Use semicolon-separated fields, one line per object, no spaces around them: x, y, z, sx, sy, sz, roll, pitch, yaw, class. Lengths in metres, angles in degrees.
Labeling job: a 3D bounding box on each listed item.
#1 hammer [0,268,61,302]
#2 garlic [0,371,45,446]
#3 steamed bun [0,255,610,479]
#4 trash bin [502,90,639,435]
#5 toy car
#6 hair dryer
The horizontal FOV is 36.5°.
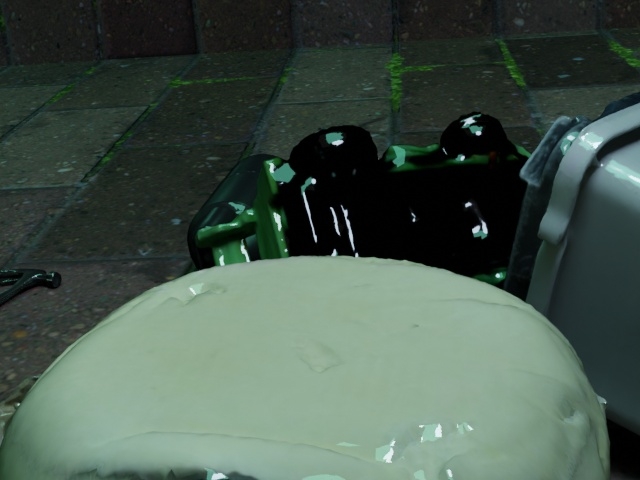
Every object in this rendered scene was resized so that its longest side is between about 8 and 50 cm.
-0.392;0.077;1.124;0.078;0.021;0.201;6;24;24;hammer
-0.182;0.200;0.691;0.131;0.127;0.194;-27;53;-6;garlic
-0.002;0.156;0.584;0.333;0.233;0.312;9;24;21;steamed bun
0.335;0.072;0.739;0.255;0.296;0.367;-22;42;-39;trash bin
0.070;0.006;0.989;0.358;0.213;0.176;-8;-21;-22;toy car
0.000;0.000;1.148;0.302;0.116;0.244;6;26;8;hair dryer
